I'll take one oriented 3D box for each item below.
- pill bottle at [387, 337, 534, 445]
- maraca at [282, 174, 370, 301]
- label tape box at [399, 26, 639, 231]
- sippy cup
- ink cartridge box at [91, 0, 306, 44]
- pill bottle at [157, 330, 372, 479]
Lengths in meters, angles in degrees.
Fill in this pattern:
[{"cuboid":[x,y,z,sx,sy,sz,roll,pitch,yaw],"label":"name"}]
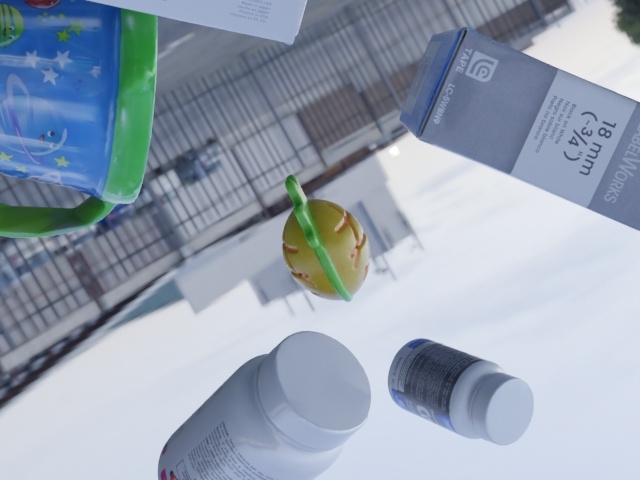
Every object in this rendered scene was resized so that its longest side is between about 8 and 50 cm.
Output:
[{"cuboid":[0.136,0.147,1.030,0.078,0.078,0.137,-32,-153,-27],"label":"pill bottle"},{"cuboid":[0.000,0.000,1.235,0.099,0.186,0.127,-27,-129,4],"label":"maraca"},{"cuboid":[0.250,-0.087,0.983,0.240,0.333,0.106,-85,-163,-80],"label":"label tape box"},{"cuboid":[-0.286,-0.158,1.026,0.224,0.305,0.240,4,177,-18],"label":"sippy cup"},{"cuboid":[-0.134,-0.302,0.683,0.130,0.309,0.272,-92,-163,-49],"label":"ink cartridge box"},{"cuboid":[-0.069,0.237,1.287,0.283,0.160,0.160,-47,173,40],"label":"pill bottle"}]
